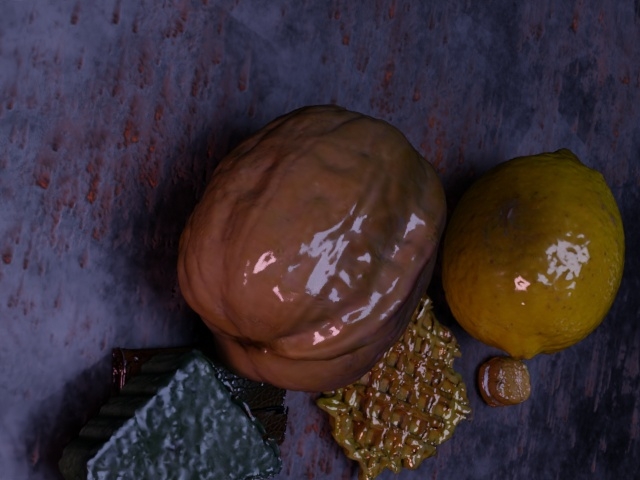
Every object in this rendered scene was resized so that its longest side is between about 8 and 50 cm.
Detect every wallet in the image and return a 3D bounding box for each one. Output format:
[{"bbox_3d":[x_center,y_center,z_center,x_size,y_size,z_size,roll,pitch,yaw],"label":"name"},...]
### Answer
[{"bbox_3d":[-0.139,0.191,1.690,0.243,0.039,0.132,2,93,-38],"label":"wallet"}]

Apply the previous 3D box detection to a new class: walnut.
[{"bbox_3d":[-0.003,0.000,1.646,0.344,0.306,0.306,-49,120,-27],"label":"walnut"}]

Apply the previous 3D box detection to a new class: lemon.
[{"bbox_3d":[0.290,0.014,1.917,0.253,0.253,0.310,27,70,-37],"label":"lemon"}]

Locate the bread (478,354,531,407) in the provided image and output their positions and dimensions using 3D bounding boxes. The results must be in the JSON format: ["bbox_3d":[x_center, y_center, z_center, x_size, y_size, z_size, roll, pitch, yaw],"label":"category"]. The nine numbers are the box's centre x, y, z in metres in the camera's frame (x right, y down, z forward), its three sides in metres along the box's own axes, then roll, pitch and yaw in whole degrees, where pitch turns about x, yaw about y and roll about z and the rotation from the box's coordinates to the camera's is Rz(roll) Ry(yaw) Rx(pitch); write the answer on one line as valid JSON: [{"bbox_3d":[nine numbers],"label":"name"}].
[{"bbox_3d":[0.268,0.203,2.031,0.083,0.046,0.081,-41,110,-30],"label":"bread"}]

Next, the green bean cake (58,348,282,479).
[{"bbox_3d":[-0.170,0.248,1.572,0.208,0.107,0.193,-47,117,-30],"label":"green bean cake"}]

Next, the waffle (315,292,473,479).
[{"bbox_3d":[0.097,0.191,1.883,0.245,0.052,0.254,-32,110,-33],"label":"waffle"}]
